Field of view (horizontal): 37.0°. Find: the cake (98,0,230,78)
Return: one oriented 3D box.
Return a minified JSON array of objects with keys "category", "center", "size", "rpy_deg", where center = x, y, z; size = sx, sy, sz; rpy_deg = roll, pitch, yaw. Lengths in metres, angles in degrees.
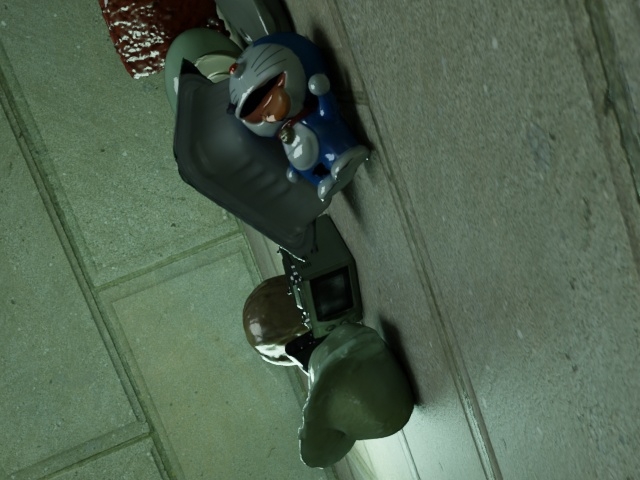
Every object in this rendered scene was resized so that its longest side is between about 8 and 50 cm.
[{"category":"cake","center":[-0.386,-0.591,2.182],"size":[0.269,0.270,0.320],"rpy_deg":[81,164,-55]}]

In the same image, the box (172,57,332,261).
[{"category":"box","center":[-0.089,-0.148,1.596],"size":[0.336,0.106,0.264],"rpy_deg":[35,-142,-39]}]

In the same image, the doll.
[{"category":"doll","center":[-0.037,-0.184,1.430],"size":[0.257,0.161,0.215],"rpy_deg":[55,140,13]}]

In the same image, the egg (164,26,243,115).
[{"category":"egg","center":[-0.240,-0.336,2.132],"size":[0.283,0.202,0.203],"rpy_deg":[66,173,-25]}]

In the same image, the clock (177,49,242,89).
[{"category":"clock","center":[-0.192,-0.282,1.996],"size":[0.029,0.234,0.235],"rpy_deg":[-54,-47,-52]}]

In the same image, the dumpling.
[{"category":"dumpling","center":[0.075,0.289,1.815],"size":[0.321,0.211,0.270],"rpy_deg":[58,-146,-29]}]

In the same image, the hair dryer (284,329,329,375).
[{"category":"hair dryer","center":[-0.003,0.182,2.164],"size":[0.244,0.116,0.303],"rpy_deg":[52,-159,-54]}]

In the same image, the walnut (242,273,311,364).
[{"category":"walnut","center":[-0.095,0.210,2.526],"size":[0.248,0.248,0.248],"rpy_deg":[158,90,-81]}]

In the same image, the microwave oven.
[{"category":"microwave oven","center":[-0.004,0.077,1.961],"size":[0.205,0.129,0.163],"rpy_deg":[79,165,-49]}]

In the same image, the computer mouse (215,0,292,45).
[{"category":"computer mouse","center":[-0.138,-0.428,1.673],"size":[0.197,0.095,0.331],"rpy_deg":[76,169,-64]}]
